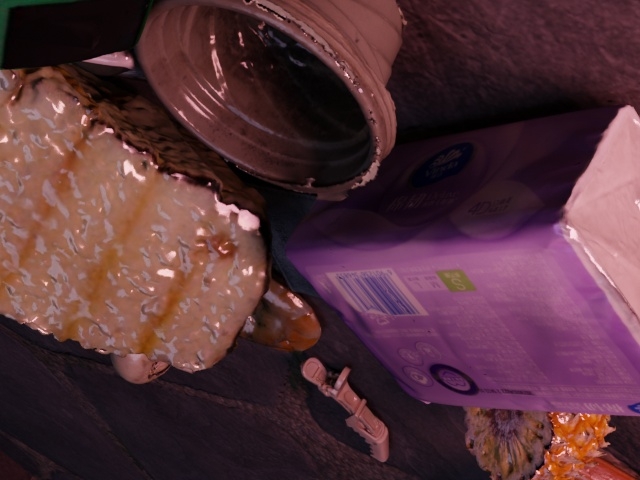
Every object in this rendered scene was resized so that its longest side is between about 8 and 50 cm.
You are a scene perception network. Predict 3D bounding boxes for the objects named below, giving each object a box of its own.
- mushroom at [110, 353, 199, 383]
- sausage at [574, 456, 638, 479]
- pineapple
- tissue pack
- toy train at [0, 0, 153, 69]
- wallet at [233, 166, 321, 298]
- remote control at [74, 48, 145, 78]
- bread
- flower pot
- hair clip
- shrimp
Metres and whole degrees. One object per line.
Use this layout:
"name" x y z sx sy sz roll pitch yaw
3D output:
"mushroom" -0.212 0.130 1.608 0.122 0.154 0.154 39 153 4
"sausage" 0.316 0.271 1.383 0.131 0.041 0.039 29 166 10
"pineapple" 0.249 0.184 1.251 0.137 0.161 0.176 5 161 -28
"tissue pack" 0.171 0.025 1.024 0.338 0.160 0.242 -6 134 50
"toy train" -0.188 -0.280 0.787 0.249 0.178 0.429 71 157 13
"wallet" -0.001 0.002 1.304 0.167 0.036 0.222 14 147 33
"remote control" -0.185 -0.161 1.101 0.067 0.029 0.261 8 -176 0
"bread" -0.246 -0.054 1.228 0.395 0.239 0.264 28 -165 -19
"flower pot" -0.023 -0.159 0.962 0.235 0.140 0.235 26 153 14
"hair clip" 0.056 0.237 1.619 0.072 0.034 0.226 3 140 43
"shrimp" -0.115 0.066 1.506 0.254 0.059 0.145 31 150 5
